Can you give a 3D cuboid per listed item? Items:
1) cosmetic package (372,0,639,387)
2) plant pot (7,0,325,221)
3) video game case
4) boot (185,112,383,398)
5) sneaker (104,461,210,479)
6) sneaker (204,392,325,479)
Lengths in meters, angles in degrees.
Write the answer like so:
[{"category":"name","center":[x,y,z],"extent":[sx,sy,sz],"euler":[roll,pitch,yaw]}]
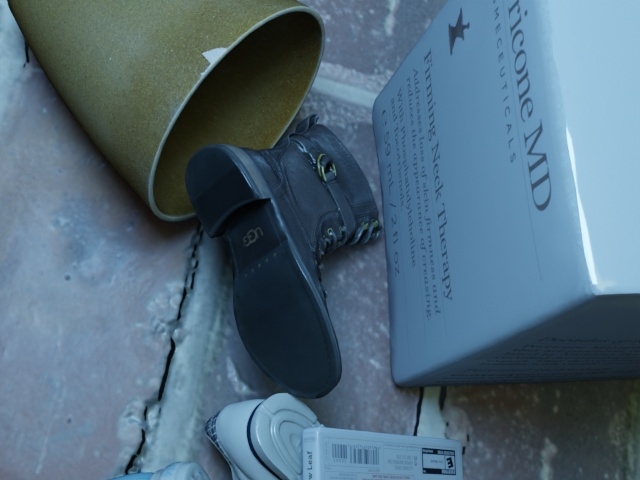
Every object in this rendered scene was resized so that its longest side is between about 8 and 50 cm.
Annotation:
[{"category":"cosmetic package","center":[0.267,-0.056,0.859],"extent":[0.327,0.394,0.329],"euler":[1,72,-15]},{"category":"plant pot","center":[-0.165,-0.189,0.887],"extent":[0.254,0.237,0.237],"euler":[40,67,14]},{"category":"video game case","center":[0.064,0.273,0.844],"extent":[0.212,0.023,0.193],"euler":[17,65,-44]},{"category":"boot","center":[0.000,0.000,0.889],"extent":[0.229,0.091,0.263],"euler":[-16,82,-58]},{"category":"sneaker","center":[-0.140,0.375,0.775],"extent":[0.150,0.135,0.366],"euler":[-11,80,12]},{"category":"sneaker","center":[-0.012,0.239,0.861],"extent":[0.235,0.095,0.090],"euler":[58,41,-13]}]
